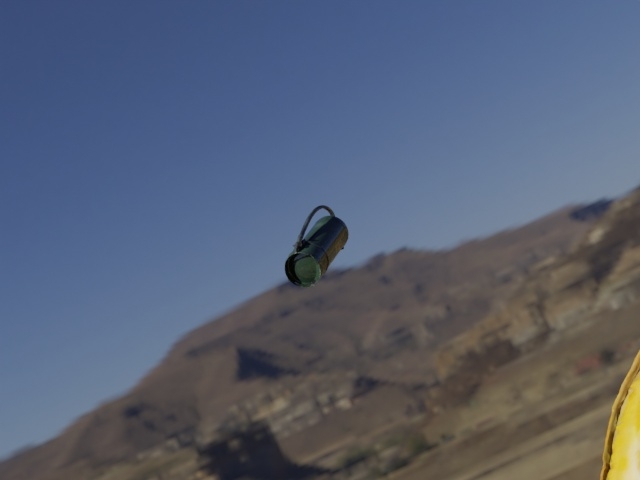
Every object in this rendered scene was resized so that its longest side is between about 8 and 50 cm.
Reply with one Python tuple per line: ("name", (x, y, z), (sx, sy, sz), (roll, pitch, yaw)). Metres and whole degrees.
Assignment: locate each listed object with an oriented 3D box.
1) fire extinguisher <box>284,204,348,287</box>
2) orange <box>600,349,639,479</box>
("fire extinguisher", (0.000, 0.000, 0.962), (0.025, 0.038, 0.083), (-11, 18, 23))
("orange", (0.261, 0.150, 0.815), (0.274, 0.274, 0.310), (-29, 1, 39))
